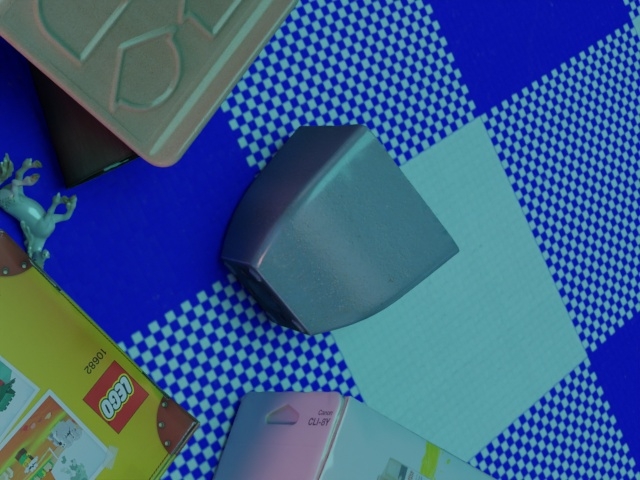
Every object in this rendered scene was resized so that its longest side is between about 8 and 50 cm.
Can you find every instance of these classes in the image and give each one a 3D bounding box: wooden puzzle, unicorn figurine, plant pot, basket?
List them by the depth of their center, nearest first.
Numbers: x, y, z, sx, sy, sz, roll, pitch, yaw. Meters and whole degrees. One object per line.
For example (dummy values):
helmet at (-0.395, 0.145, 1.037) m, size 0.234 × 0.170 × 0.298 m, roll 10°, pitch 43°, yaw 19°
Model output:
wooden puzzle at (-0.234, -0.317, 1.601) m, size 0.348 × 0.080 × 0.322 m, roll 42°, pitch 79°, yaw -33°
unicorn figurine at (-0.387, -0.034, 1.689) m, size 0.162 × 0.111 × 0.060 m, roll 49°, pitch 18°, yaw 5°
basket at (-0.311, -0.215, 1.727) m, size 0.204 × 0.154 × 0.227 m, roll -28°, pitch 95°, yaw -12°
plant pot at (0.000, 0.000, 1.871) m, size 0.252 × 0.248 × 0.247 m, roll -44°, pitch 109°, yaw -16°

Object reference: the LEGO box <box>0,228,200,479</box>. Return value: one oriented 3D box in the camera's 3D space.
LEGO box at (-0.448, 0.293, 1.517) m, size 0.372 × 0.193 × 0.500 m, roll 49°, pitch 58°, yaw -20°

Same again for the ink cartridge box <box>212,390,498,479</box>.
ink cartridge box at (0.072, 0.374, 1.834) m, size 0.384 × 0.279 × 0.160 m, roll 33°, pitch 66°, yaw -27°
